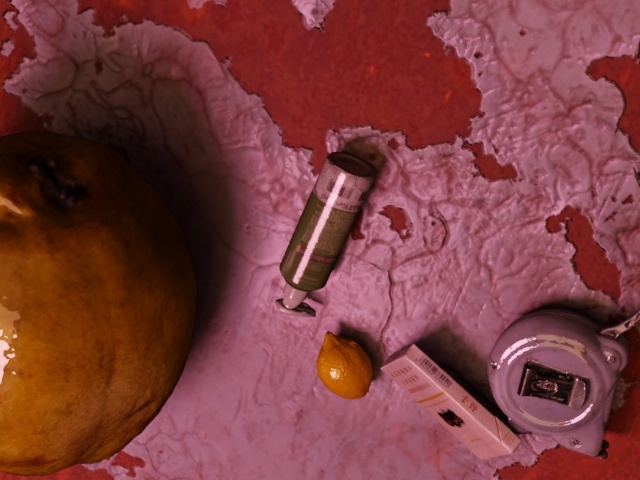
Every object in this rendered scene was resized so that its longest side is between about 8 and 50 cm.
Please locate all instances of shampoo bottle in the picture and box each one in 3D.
[{"bbox_3d":[0.000,0.000,1.181,0.065,0.065,0.204,27,115,6],"label":"shampoo bottle"}]

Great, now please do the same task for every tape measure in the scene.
[{"bbox_3d":[0.275,0.077,1.109,0.164,0.084,0.330,9,114,10],"label":"tape measure"}]

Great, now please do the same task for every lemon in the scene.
[{"bbox_3d":[0.027,0.150,1.228,0.065,0.065,0.092,-24,101,24],"label":"lemon"}]

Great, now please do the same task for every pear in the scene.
[{"bbox_3d":[-0.318,0.074,1.162,0.352,0.352,0.413,14,121,13],"label":"pear"}]

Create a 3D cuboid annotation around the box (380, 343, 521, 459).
[{"bbox_3d":[0.150,0.191,1.197,0.167,0.024,0.090,42,157,-1],"label":"box"}]
